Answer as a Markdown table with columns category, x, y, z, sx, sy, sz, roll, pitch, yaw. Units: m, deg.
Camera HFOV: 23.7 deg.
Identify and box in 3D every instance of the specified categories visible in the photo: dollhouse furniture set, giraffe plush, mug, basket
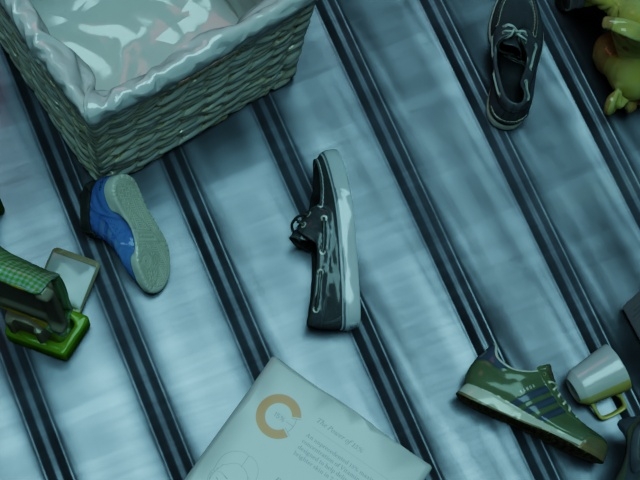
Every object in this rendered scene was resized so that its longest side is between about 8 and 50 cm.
| category | x | y | z | sx | sy | sz | roll | pitch | yaw |
| --- | --- | --- | --- | --- | --- | --- | --- | --- | --- |
| dollhouse furniture set | -0.346 | 0.004 | 1.687 | 0.198 | 0.301 | 0.151 | 20 | 73 | 3 |
| giraffe plush | 0.408 | -0.259 | 1.949 | 0.181 | 0.170 | 0.210 | -7 | 45 | -4 |
| mug | 0.336 | 0.173 | 1.840 | 0.064 | 0.062 | 0.078 | -27 | 70 | -7 |
| basket | -0.224 | -0.296 | 1.826 | 0.328 | 0.266 | 0.331 | -32 | 78 | -16 |

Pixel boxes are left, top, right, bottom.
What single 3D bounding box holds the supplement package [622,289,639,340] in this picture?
| category | x | y | z | sx | sy | sz | roll | pitch | yaw |
| --- | --- | --- | --- | --- | --- | --- | --- | --- | --- |
| supplement package | 0.522 | 0.150 | 1.805 | 0.175 | 0.177 | 0.293 | -22 | 75 | -15 |

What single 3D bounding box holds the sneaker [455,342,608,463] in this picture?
| category | x | y | z | sx | sy | sz | roll | pitch | yaw |
| --- | --- | --- | --- | --- | --- | --- | --- | --- | --- |
| sneaker | 0.265 | 0.188 | 1.821 | 0.192 | 0.064 | 0.086 | 25 | 75 | 5 |

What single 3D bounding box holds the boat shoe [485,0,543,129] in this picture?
| category | x | y | z | sx | sy | sz | roll | pitch | yaw |
| --- | --- | --- | --- | --- | --- | --- | --- | --- | --- |
| boat shoe | 0.255 | -0.247 | 1.971 | 0.075 | 0.065 | 0.206 | 10 | 70 | -3 |

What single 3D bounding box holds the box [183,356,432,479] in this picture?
| category | x | y | z | sx | sy | sz | roll | pitch | yaw |
| --- | --- | --- | --- | --- | --- | --- | --- | --- | --- |
| box | -0.068 | 0.339 | 1.676 | 0.215 | 0.168 | 0.345 | 35 | 71 | 6 |

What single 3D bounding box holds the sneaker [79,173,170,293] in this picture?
| category | x | y | z | sx | sy | sz | roll | pitch | yaw |
| --- | --- | --- | --- | --- | --- | --- | --- | --- | --- |
| sneaker | -0.240 | -0.006 | 1.840 | 0.058 | 0.085 | 0.152 | -38 | 113 | -41 |

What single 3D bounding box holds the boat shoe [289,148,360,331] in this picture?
| category | x | y | z | sx | sy | sz | roll | pitch | yaw |
| --- | --- | --- | --- | --- | --- | --- | --- | --- | --- |
| boat shoe | 0.000 | 0.000 | 1.855 | 0.076 | 0.080 | 0.228 | -3 | 79 | -9 |

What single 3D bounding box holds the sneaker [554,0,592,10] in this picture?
| category | x | y | z | sx | sy | sz | roll | pitch | yaw |
| --- | --- | --- | --- | --- | --- | --- | --- | --- | --- |
| sneaker | 0.356 | -0.405 | 2.035 | 0.094 | 0.081 | 0.208 | -1 | 82 | -7 |

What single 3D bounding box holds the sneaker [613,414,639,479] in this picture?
| category | x | y | z | sx | sy | sz | roll | pitch | yaw |
| --- | --- | --- | --- | --- | --- | --- | --- | --- | --- |
| sneaker | 0.392 | 0.338 | 1.770 | 0.111 | 0.121 | 0.300 | 12 | 84 | -40 |
